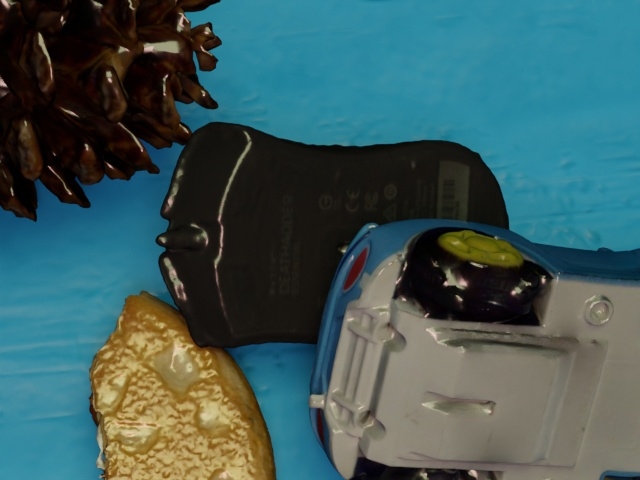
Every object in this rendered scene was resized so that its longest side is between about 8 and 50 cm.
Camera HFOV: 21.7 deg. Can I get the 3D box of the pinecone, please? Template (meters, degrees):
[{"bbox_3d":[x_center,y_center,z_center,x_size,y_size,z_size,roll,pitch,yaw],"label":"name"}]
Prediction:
[{"bbox_3d":[-0.198,-0.118,1.069,0.273,0.224,0.224,-1,65,1],"label":"pinecone"}]

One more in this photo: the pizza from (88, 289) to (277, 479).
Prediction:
[{"bbox_3d":[-0.088,0.149,1.055,0.127,0.058,0.246,-18,71,-17],"label":"pizza"}]

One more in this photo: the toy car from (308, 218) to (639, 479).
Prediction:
[{"bbox_3d":[0.145,0.081,1.062,0.314,0.198,0.166,4,21,-18],"label":"toy car"}]

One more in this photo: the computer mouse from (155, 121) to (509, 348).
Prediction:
[{"bbox_3d":[0.000,0.000,1.110,0.264,0.088,0.147,4,90,-34],"label":"computer mouse"}]
